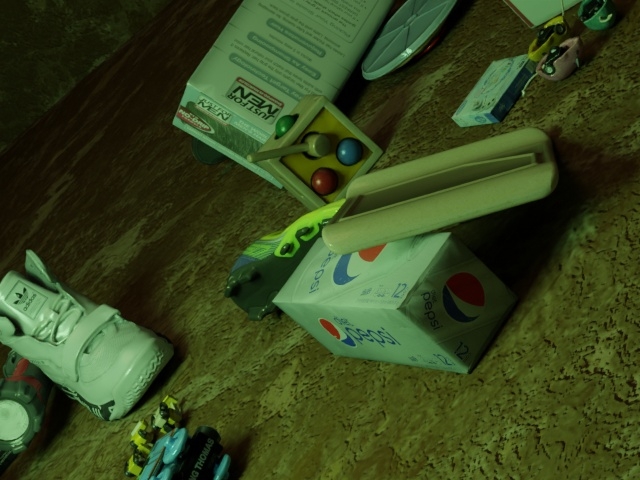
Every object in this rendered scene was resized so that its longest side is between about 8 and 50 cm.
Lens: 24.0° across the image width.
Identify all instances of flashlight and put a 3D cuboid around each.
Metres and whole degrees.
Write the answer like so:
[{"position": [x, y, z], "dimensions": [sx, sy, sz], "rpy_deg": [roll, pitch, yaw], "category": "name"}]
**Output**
[{"position": [-0.444, 0.217, 2.221], "dimensions": [0.103, 0.103, 0.304], "rpy_deg": [-57, 11, 8], "category": "flashlight"}]

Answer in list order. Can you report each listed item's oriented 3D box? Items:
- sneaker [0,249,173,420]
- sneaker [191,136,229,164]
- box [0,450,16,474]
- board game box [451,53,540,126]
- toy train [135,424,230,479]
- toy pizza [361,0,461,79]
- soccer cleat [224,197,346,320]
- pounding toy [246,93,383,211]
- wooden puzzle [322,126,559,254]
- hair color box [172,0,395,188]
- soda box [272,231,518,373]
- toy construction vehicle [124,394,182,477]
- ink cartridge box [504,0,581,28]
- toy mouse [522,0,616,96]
[{"position": [-0.344, 0.127, 2.046], "dimensions": [0.137, 0.210, 0.366], "rpy_deg": [-54, 19, -16], "category": "sneaker"}, {"position": [-0.109, -0.200, 2.349], "dimensions": [0.267, 0.101, 0.106], "rpy_deg": [-39, 23, 26], "category": "sneaker"}, {"position": [-0.492, 0.322, 2.273], "dimensions": [0.162, 0.029, 0.116], "rpy_deg": [-49, 19, -6], "category": "box"}, {"position": [0.201, -0.171, 1.724], "dimensions": [0.090, 0.020, 0.090], "rpy_deg": [-53, 20, -14], "category": "board game box"}, {"position": [-0.158, 0.275, 1.557], "dimensions": [0.105, 0.080, 0.184], "rpy_deg": [-40, 20, 51], "category": "toy train"}, {"position": [0.135, -0.295, 2.100], "dimensions": [0.201, 0.032, 0.201], "rpy_deg": [-43, 18, 18], "category": "toy pizza"}, {"position": [-0.001, -0.001, 1.728], "dimensions": [0.289, 0.093, 0.121], "rpy_deg": [-29, 20, 43], "category": "soccer cleat"}, {"position": [-0.015, -0.109, 1.892], "dimensions": [0.130, 0.141, 0.100], "rpy_deg": [-51, 19, -7], "category": "pounding toy"}, {"position": [0.121, -0.045, 1.452], "dimensions": [0.221, 0.044, 0.239], "rpy_deg": [-16, 12, 10], "category": "wooden puzzle"}, {"position": [-0.039, -0.278, 2.175], "dimensions": [0.374, 0.185, 0.113], "rpy_deg": [-60, 2, -32], "category": "hair color box"}, {"position": [0.064, 0.056, 1.457], "dimensions": [0.091, 0.098, 0.286], "rpy_deg": [-53, 19, -16], "category": "soda box"}, {"position": [-0.198, 0.234, 1.797], "dimensions": [0.086, 0.035, 0.098], "rpy_deg": [-56, 14, 11], "category": "toy construction vehicle"}, {"position": [0.265, -0.423, 1.805], "dimensions": [0.114, 0.197, 0.273], "rpy_deg": [-27, 28, 48], "category": "ink cartridge box"}, {"position": [0.279, -0.218, 1.628], "dimensions": [0.161, 0.031, 0.143], "rpy_deg": [-57, 20, -24], "category": "toy mouse"}]
